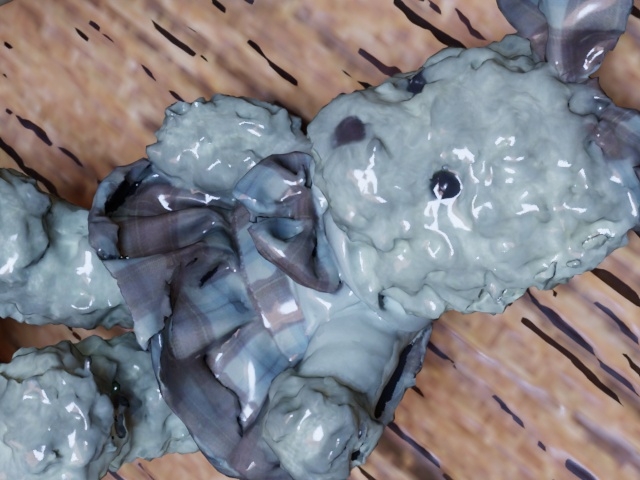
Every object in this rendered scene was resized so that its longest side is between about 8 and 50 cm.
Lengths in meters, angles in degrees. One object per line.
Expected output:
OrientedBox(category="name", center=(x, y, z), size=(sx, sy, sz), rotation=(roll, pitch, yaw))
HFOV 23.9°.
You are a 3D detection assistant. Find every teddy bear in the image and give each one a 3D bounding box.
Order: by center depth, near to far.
OrientedBox(category="teddy bear", center=(0.000, 0.012, 0.430), size=(0.213, 0.111, 0.133), rotation=(-21, 57, 8))

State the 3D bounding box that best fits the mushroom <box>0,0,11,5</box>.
OrientedBox(category="mushroom", center=(-0.173, -0.230, 0.356), size=(0.353, 0.353, 0.325), rotation=(28, 87, 20))
